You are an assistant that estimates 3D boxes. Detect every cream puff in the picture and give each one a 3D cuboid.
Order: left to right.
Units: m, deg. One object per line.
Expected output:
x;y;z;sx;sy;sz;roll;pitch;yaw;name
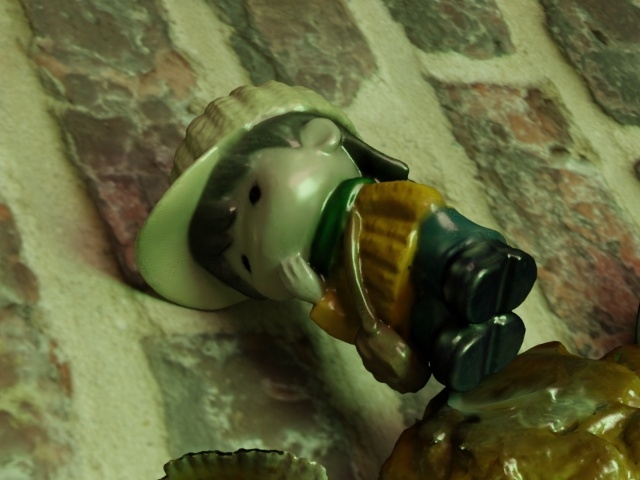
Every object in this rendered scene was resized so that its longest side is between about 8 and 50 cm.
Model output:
0.174;0.173;1.296;0.268;0.155;0.241;-17;19;9;cream puff

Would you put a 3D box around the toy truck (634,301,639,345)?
0.378;0.109;1.436;0.173;0.207;0.388;4;36;-1;toy truck

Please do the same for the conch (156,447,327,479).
-0.071;0.233;1.110;0.178;0.245;0.163;52;2;0;conch

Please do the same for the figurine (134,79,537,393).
0.023;-0.006;1.365;0.332;0.185;0.204;20;29;22;figurine
